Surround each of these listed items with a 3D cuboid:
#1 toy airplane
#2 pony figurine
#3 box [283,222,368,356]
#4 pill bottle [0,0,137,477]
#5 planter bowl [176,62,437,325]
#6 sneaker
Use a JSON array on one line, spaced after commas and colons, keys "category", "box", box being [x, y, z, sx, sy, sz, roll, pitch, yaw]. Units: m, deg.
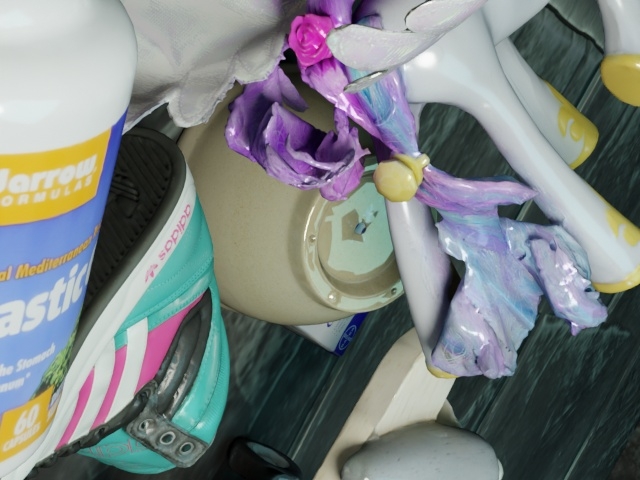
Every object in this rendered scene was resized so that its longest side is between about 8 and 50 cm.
[{"category": "toy airplane", "box": [-0.017, 0.282, 1.219, 0.384, 0.272, 0.386, -53, 166, -35]}, {"category": "pony figurine", "box": [0.047, -0.109, 0.914, 0.363, 0.303, 0.351, 61, 42, -30]}, {"category": "box", "box": [0.000, 0.000, 1.241, 0.126, 0.072, 0.137, -59, 157, -4]}, {"category": "pill bottle", "box": [-0.160, -0.040, 0.745, 0.152, 0.152, 0.272, -30, 145, -50]}, {"category": "planter bowl", "box": [0.001, -0.018, 1.087, 0.162, 0.109, 0.162, -11, 111, -31]}, {"category": "sneaker", "box": [-0.150, 0.098, 0.993, 0.295, 0.124, 0.178, -52, 147, -20]}]
